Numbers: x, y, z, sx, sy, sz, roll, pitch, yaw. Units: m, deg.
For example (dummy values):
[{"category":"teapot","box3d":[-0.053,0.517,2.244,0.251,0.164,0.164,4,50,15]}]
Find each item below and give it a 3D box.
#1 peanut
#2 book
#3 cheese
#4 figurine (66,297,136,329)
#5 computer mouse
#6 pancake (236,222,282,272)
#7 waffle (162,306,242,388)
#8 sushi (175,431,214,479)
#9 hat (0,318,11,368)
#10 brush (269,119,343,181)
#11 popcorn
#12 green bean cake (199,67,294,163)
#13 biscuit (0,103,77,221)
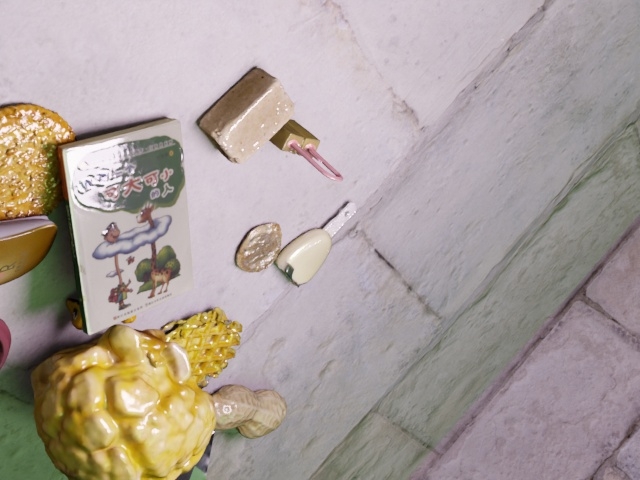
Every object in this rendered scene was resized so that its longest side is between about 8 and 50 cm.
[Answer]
[{"category":"peanut","box3d":[-0.201,0.452,2.303,0.298,0.120,0.136,24,66,-52]},{"category":"book","box3d":[-0.361,-0.029,1.664,0.260,0.043,0.371,-25,122,-42]},{"category":"cheese","box3d":[0.000,0.000,2.170,0.251,0.054,0.127,-46,144,-7]},{"category":"figurine","box3d":[-0.427,0.125,1.776,0.176,0.122,0.121,-40,-178,1]},{"category":"computer mouse","box3d":[-0.606,0.030,1.512,0.310,0.072,0.158,-11,151,-39]},{"category":"pancake","box3d":[-0.143,0.018,2.059,0.139,0.022,0.140,-28,140,-27]},{"category":"waffle","box3d":[-0.305,0.277,2.090,0.280,0.060,0.262,-40,143,-12]},{"category":"sushi","box3d":[-0.398,0.530,2.075,0.227,0.212,0.216,13,78,-17]},{"category":"hat","box3d":[-0.678,0.209,1.615,0.205,0.089,0.206,-33,144,-29]},{"category":"brush","box3d":[-0.029,-0.188,1.814,0.103,0.233,0.047,8,117,-48]},{"category":"popcorn","box3d":[-0.411,0.358,1.793,0.354,0.344,0.390,-69,143,-48]},{"category":"green bean cake","box3d":[-0.145,-0.251,1.764,0.179,0.085,0.109,-45,145,-8]},{"category":"biscuit","box3d":[-0.534,-0.119,1.515,0.254,0.035,0.254,-27,139,-27]}]
